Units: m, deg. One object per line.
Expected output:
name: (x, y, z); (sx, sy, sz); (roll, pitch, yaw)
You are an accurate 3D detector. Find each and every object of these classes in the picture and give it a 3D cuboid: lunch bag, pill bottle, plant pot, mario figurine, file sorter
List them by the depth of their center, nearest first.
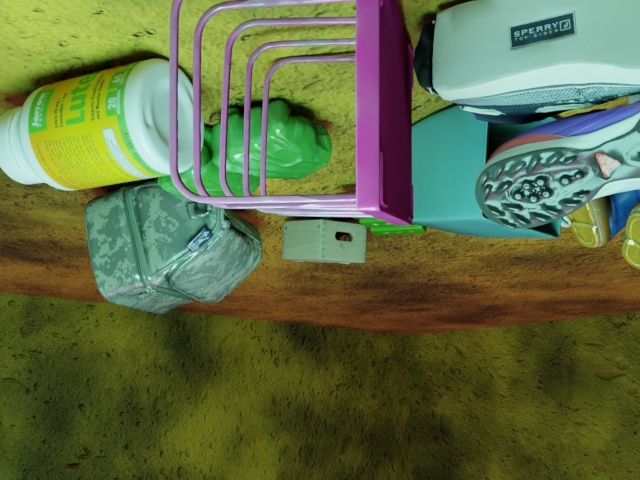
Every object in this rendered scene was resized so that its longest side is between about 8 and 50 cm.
file sorter: (-0.012, -0.121, 0.697); (0.182, 0.202, 0.290); (0, 179, 12)
mario figurine: (0.418, -0.116, 0.803); (0.320, 0.198, 0.170); (-34, 163, -23)
pill bottle: (-0.282, -0.135, 0.890); (0.245, 0.137, 0.136); (-6, 165, 25)
plant pot: (0.199, -0.091, 1.031); (0.165, 0.166, 0.234); (11, 171, -37)
lunch bag: (-0.262, 0.005, 1.357); (0.255, 0.213, 0.305); (-19, 164, 7)

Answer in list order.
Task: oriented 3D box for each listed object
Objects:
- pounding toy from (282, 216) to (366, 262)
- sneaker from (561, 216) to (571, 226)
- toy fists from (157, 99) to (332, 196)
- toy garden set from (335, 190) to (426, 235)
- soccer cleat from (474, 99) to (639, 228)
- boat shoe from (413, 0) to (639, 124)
pounding toy: (0.003, 0.001, 1.555); (0.181, 0.094, 0.206); (6, 176, -40)
sneaker: (0.436, -0.075, 1.143); (0.126, 0.128, 0.321); (-12, 163, 40)
toy fists: (-0.124, -0.124, 1.031); (0.279, 0.096, 0.142); (-14, 170, 41)
toy garden set: (0.165, -0.067, 1.352); (0.203, 0.049, 0.244); (-3, 165, 22)
soccer cleat: (0.307, -0.098, 0.693); (0.318, 0.116, 0.109); (-15, 116, 34)
boat shoe: (0.278, -0.191, 0.716); (0.340, 0.127, 0.158); (2, 175, 31)
